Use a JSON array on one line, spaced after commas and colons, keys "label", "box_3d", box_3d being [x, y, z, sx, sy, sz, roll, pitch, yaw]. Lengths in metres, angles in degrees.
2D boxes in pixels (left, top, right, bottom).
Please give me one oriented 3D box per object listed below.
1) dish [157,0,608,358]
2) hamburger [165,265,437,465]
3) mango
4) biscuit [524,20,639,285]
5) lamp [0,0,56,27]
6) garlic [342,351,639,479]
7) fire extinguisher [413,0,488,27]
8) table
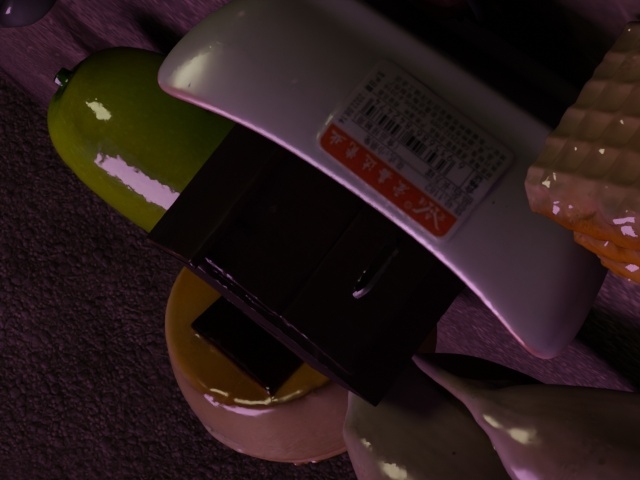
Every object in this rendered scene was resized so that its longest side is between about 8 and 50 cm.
[{"label": "dish", "box_3d": [0.052, -0.058, 0.470, 0.212, 0.077, 0.151, 36, -153, 8]}, {"label": "hamburger", "box_3d": [-0.021, 0.098, 1.115, 0.300, 0.300, 0.176, 32, 157, 35]}, {"label": "mango", "box_3d": [-0.103, -0.058, 0.995, 0.343, 0.156, 0.192, 35, 175, 1]}, {"label": "biscuit", "box_3d": [0.203, 0.005, 0.252, 0.054, 0.094, 0.378, 42, 170, -32]}, {"label": "lamp", "box_3d": [-0.284, -0.241, 0.925, 0.105, 0.105, 0.105, 36, 172, 6]}, {"label": "garlic", "box_3d": [0.174, 0.160, 0.843, 0.340, 0.246, 0.231, 30, 136, -1]}, {"label": "fire extinguisher", "box_3d": [0.039, -0.127, 0.412, 0.132, 0.039, 0.056, 45, -168, -43]}, {"label": "table", "box_3d": [0.000, 0.000, 0.831, 0.193, 0.169, 0.172, 41, 171, -20]}]
